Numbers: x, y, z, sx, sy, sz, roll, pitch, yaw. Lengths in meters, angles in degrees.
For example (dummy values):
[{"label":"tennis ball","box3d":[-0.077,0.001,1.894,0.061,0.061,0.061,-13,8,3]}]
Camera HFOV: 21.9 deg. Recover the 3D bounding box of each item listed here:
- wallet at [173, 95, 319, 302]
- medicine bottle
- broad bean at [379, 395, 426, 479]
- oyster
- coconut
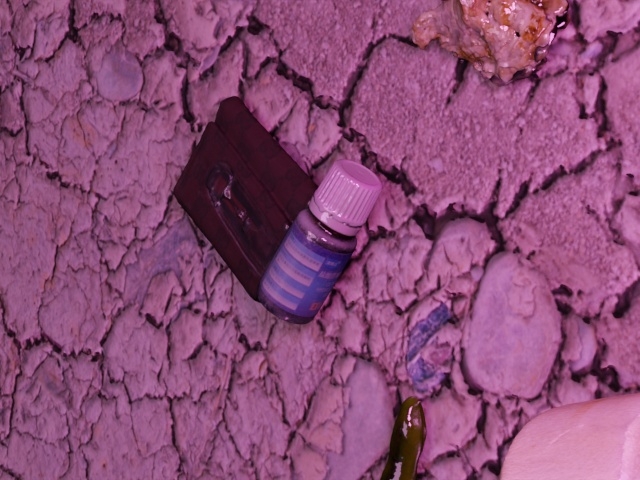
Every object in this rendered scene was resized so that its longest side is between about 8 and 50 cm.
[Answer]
[{"label":"wallet","box3d":[-0.096,-0.056,2.102,0.229,0.049,0.182,50,123,35]},{"label":"medicine bottle","box3d":[0.000,0.000,1.982,0.083,0.083,0.203,46,119,35]},{"label":"broad bean","box3d":[0.077,0.286,1.925,0.069,0.039,0.226,45,118,42]},{"label":"oyster","box3d":[0.176,-0.244,1.834,0.191,0.081,0.163,-27,74,43]},{"label":"coconut","box3d":[0.278,0.270,1.600,0.266,0.237,0.237,-24,72,38]}]
